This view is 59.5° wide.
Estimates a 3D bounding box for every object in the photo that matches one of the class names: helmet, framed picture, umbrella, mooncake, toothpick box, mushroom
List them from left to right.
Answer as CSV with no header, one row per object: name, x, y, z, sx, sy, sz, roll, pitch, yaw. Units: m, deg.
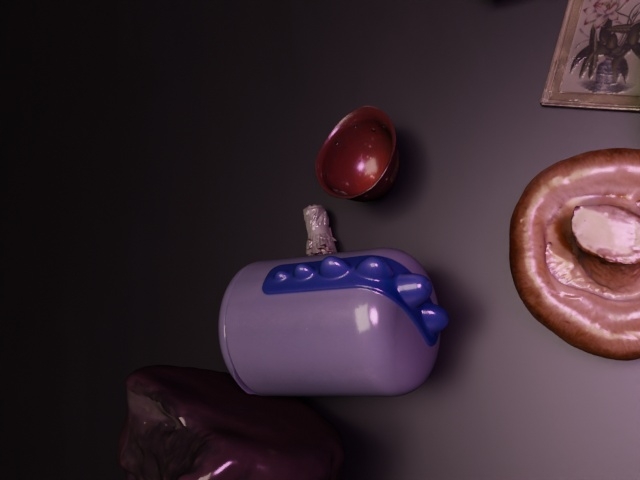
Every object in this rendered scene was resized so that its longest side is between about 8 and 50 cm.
mooncake,-0.139,0.354,0.901,0.381,0.350,0.212,21,100,63
umbrella,0.000,0.000,1.066,0.062,0.067,0.144,-9,66,3
toothpick box,0.031,0.125,0.898,0.354,0.263,0.263,-8,76,32
helmet,0.082,-0.142,1.009,0.155,0.106,0.175,-2,74,32
mushroom,0.387,0.013,0.743,0.278,0.146,0.278,-4,80,24
framed picture,0.447,-0.309,0.848,0.173,0.010,0.231,13,88,36
